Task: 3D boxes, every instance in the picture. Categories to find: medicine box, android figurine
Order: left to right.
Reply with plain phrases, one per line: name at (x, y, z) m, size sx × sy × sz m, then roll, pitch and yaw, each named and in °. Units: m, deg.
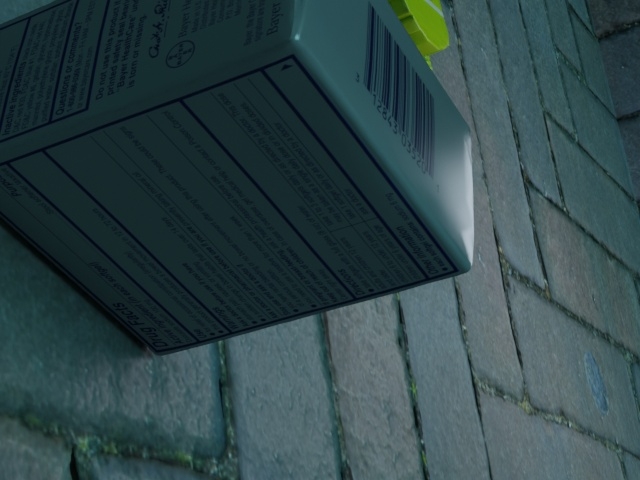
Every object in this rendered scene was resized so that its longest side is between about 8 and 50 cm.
medicine box at (-0.071, -0.068, 1.015) m, size 0.263 × 0.289 × 0.149 m, roll 49°, pitch 34°, yaw -42°
android figurine at (0.112, -0.365, 1.937) m, size 0.248 × 0.056 × 0.273 m, roll 21°, pitch 54°, yaw -62°
